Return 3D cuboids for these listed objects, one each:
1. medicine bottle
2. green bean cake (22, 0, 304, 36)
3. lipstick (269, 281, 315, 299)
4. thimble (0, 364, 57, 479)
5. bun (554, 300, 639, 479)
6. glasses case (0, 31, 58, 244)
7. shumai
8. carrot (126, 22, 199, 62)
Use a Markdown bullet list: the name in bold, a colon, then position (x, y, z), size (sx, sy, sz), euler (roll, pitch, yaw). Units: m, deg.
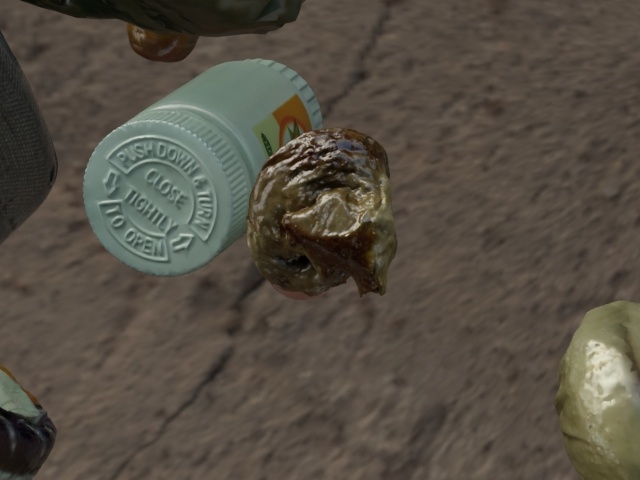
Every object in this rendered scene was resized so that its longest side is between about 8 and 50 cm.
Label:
- **medicine bottle**: position (-0.107, -0.084, 1.962), size (0.158, 0.318, 0.158), euler (6, 110, 16)
- **green bean cake**: position (-0.145, -0.217, 0.716), size (0.308, 0.300, 0.169), euler (18, 73, 51)
- **lipstick**: position (0.000, 0.000, 1.894), size (0.087, 0.327, 0.087), euler (1, 82, -7)
- **thimble**: position (-0.333, 0.137, 1.533), size (0.237, 0.237, 0.150), euler (38, 90, 8)
- **bun**: position (0.275, 0.164, 1.688), size (0.127, 0.222, 0.222), euler (-32, 87, 29)
- **glasses case**: position (-0.216, -0.118, 0.651), size (0.074, 0.131, 0.323), euler (-44, 64, -11)
- **shumai**: position (0.008, -0.023, 1.599), size (0.123, 0.105, 0.139), euler (17, 84, -20)
- **carrot**: position (-0.075, -0.195, 1.120), size (0.047, 0.047, 0.191), euler (16, 105, 12)
